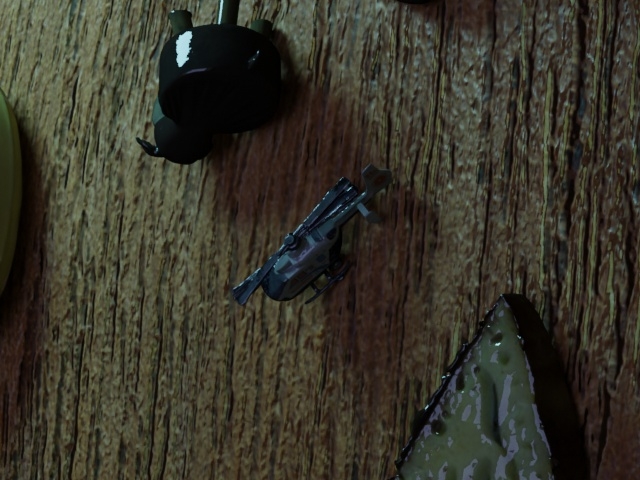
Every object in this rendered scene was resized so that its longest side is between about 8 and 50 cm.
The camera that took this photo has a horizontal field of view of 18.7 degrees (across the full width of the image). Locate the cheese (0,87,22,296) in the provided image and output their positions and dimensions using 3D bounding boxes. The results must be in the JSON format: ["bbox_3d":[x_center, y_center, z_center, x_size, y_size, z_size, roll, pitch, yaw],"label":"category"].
[{"bbox_3d":[-0.458,-0.025,2.267,0.259,0.128,0.316,-12,81,35],"label":"cheese"}]

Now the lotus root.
[{"bbox_3d":[0.157,0.199,1.791,0.170,0.074,0.261,46,112,31],"label":"lotus root"}]

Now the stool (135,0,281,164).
[{"bbox_3d":[-0.117,-0.164,2.018,0.217,0.125,0.121,-45,41,48],"label":"stool"}]

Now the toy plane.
[{"bbox_3d":[0.001,0.000,1.932,0.197,0.078,0.053,-43,58,11],"label":"toy plane"}]

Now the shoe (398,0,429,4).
[{"bbox_3d":[0.000,-0.343,1.915,0.109,0.149,0.293,-52,57,22],"label":"shoe"}]
